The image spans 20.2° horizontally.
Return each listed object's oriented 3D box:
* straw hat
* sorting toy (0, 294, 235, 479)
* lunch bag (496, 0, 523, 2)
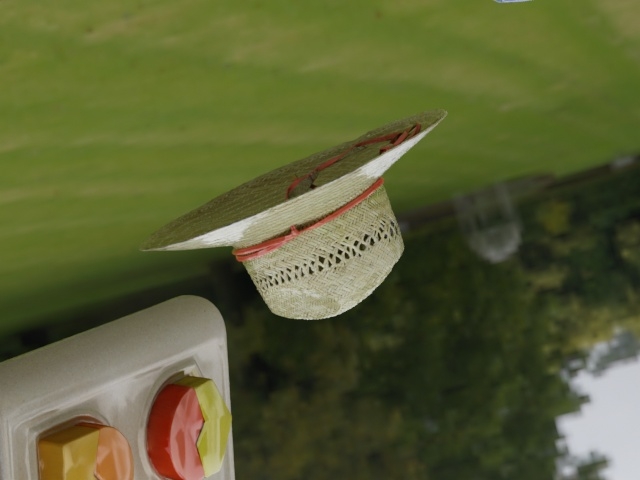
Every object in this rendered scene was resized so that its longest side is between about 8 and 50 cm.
[{"bbox_3d":[0.000,0.000,0.769,0.144,0.061,0.144,-24,-171,4],"label":"straw hat"},{"bbox_3d":[-0.097,0.148,0.961,0.038,0.208,0.193,-1,-169,33],"label":"sorting toy"},{"bbox_3d":[0.202,-0.230,0.881,0.303,0.115,0.243,-35,171,36],"label":"lunch bag"}]
